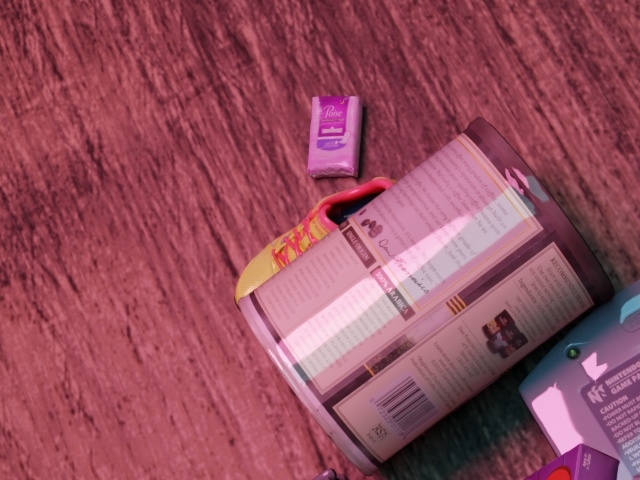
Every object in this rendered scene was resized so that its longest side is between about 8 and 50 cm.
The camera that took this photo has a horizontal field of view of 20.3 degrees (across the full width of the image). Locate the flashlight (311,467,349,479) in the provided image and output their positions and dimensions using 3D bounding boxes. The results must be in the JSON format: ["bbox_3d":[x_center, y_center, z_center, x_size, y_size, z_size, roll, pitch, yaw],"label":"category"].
[{"bbox_3d":[-0.090,0.322,1.611,0.304,0.103,0.103,-38,108,6],"label":"flashlight"}]

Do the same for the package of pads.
[{"bbox_3d":[0.015,-0.102,1.780,0.050,0.032,0.083,0,71,14],"label":"package of pads"}]

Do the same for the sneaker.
[{"bbox_3d":[0.000,0.000,1.713,0.208,0.094,0.081,-35,65,4],"label":"sneaker"}]

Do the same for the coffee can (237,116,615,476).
[{"bbox_3d":[0.093,0.050,1.605,0.275,0.201,0.201,-37,64,2],"label":"coffee can"}]

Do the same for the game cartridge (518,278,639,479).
[{"bbox_3d":[0.336,0.118,1.589,0.294,0.060,0.196,-31,68,4],"label":"game cartridge"}]

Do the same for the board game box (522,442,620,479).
[{"bbox_3d":[0.147,0.352,1.434,0.208,0.056,0.347,-39,28,48],"label":"board game box"}]
